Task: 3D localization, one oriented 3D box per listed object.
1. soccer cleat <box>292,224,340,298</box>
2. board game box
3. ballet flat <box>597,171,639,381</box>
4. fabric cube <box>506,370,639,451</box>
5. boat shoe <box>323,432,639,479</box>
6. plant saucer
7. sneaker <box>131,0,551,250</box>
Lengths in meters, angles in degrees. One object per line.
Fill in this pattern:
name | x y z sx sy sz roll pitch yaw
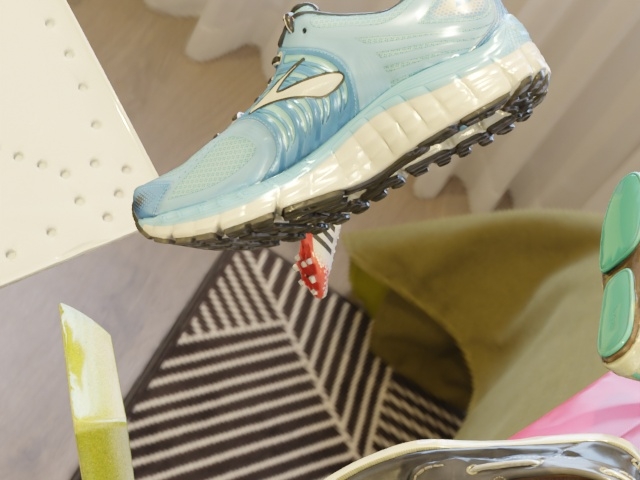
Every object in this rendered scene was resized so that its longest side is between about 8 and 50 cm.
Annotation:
soccer cleat | 0.000 0.000 0.772 0.036 0.083 0.029 -24 32 -25
board game box | -0.396 -0.111 1.109 0.390 0.050 0.390 -24 76 -22
ballet flat | 0.218 0.027 0.800 0.052 0.057 0.168 28 52 -14
fabric cube | 0.364 0.249 1.075 0.258 0.259 0.254 -29 101 -19
boat shoe | 0.085 0.170 0.724 0.079 0.233 0.084 -48 125 -73
plant saucer | -0.202 0.178 1.096 0.045 0.188 0.188 -9 33 -12
sneaker | -0.001 -0.047 0.435 0.073 0.162 0.063 67 16 12
